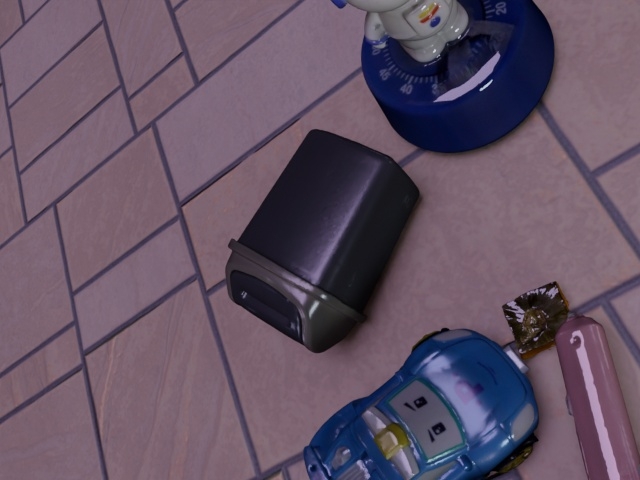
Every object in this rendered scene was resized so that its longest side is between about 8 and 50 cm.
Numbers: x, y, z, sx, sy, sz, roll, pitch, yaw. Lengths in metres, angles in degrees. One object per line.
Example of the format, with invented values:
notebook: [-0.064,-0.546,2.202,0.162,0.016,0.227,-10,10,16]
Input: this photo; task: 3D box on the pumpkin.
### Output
pumpkin: [0.278,0.101,0.823,0.083,0.054,0.074,-31,56,25]

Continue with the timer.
timer: [0.130,-0.305,0.840,0.270,0.383,0.270,-10,69,29]

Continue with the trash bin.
trash bin: [0.000,0.000,0.954,0.209,0.182,0.290,26,85,36]

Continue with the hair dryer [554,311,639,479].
hair dryer: [0.302,0.254,0.719,0.210,0.125,0.353,-18,65,28]

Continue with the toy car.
toy car: [0.122,0.242,0.813,0.314,0.166,0.198,-43,61,13]
